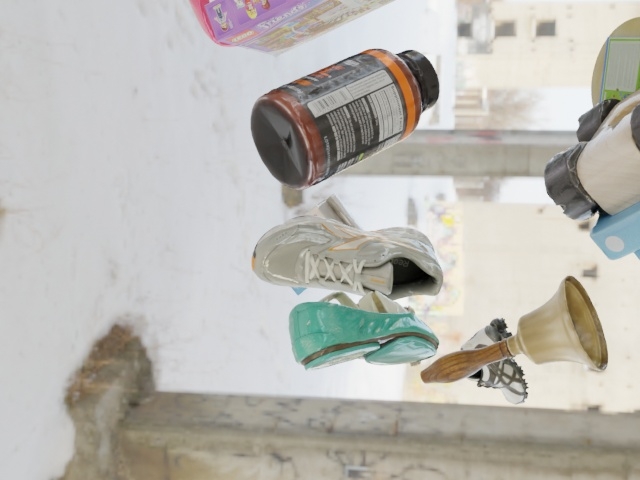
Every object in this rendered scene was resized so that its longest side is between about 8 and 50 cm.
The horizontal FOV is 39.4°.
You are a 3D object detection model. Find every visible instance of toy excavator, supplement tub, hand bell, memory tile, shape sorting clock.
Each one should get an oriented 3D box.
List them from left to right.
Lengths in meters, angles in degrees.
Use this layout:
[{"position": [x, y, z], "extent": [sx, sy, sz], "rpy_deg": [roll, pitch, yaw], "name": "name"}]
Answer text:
[{"position": [0.032, -0.135, 0.929], "extent": [0.198, 0.106, 0.106], "rpy_deg": [-29, 132, -30], "name": "supplement tub"}, {"position": [0.172, 0.178, 1.664], "extent": [0.148, 0.012, 0.113], "rpy_deg": [31, 53, -77], "name": "memory tile"}, {"position": [0.240, 0.145, 1.182], "extent": [0.126, 0.242, 0.126], "rpy_deg": [38, 40, -40], "name": "hand bell"}, {"position": [0.513, -0.257, 1.448], "extent": [0.206, 0.040, 0.206], "rpy_deg": [180, -90, -70], "name": "shape sorting clock"}, {"position": [0.531, 0.008, 1.239], "extent": [0.433, 0.445, 0.222], "rpy_deg": [-46, -175, -40], "name": "toy excavator"}]

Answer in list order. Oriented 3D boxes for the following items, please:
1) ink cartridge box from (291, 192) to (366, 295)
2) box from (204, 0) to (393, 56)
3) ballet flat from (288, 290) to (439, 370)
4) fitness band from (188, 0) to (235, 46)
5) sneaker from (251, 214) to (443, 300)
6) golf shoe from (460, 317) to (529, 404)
[{"position": [0.000, 0.000, 1.400], "extent": [0.092, 0.143, 0.090], "rpy_deg": [51, 26, 0], "name": "ink cartridge box"}, {"position": [0.013, -0.347, 1.234], "extent": [0.201, 0.293, 0.057], "rpy_deg": [-14, 84, -69], "name": "box"}, {"position": [0.053, 0.097, 1.024], "extent": [0.247, 0.083, 0.087], "rpy_deg": [7, 58, -51], "name": "ballet flat"}, {"position": [-0.136, -0.456, 1.587], "extent": [0.054, 0.209, 0.291], "rpy_deg": [53, -5, 18], "name": "fitness band"}, {"position": [0.042, 0.031, 1.185], "extent": [0.121, 0.262, 0.099], "rpy_deg": [-121, -148, -65], "name": "sneaker"}, {"position": [0.275, 0.206, 1.437], "extent": [0.198, 0.094, 0.077], "rpy_deg": [65, -2, -40], "name": "golf shoe"}]
